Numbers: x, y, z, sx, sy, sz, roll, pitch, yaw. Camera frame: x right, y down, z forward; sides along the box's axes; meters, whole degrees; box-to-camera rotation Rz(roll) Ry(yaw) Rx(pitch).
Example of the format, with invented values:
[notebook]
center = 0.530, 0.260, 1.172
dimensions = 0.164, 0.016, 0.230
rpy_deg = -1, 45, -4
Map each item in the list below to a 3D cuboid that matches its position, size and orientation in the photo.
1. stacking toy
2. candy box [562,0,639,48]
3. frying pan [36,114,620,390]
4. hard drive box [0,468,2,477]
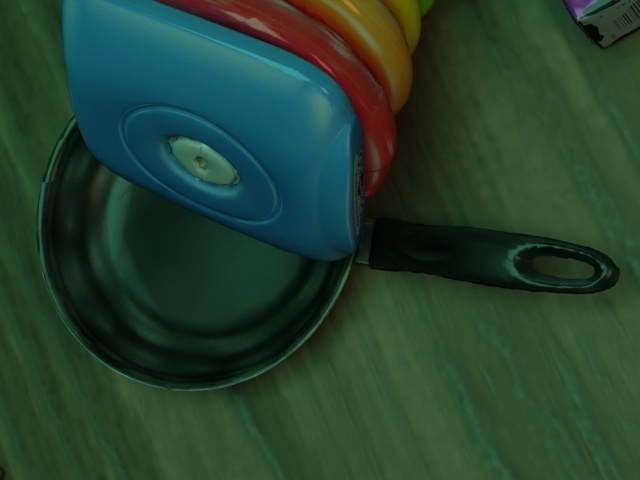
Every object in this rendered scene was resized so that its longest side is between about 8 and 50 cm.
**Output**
[stacking toy]
center = 0.007, -0.153, 1.008
dimensions = 0.166, 0.175, 0.302
rpy_deg = 22, 63, 14
[candy box]
center = 0.208, -0.230, 0.997
dimensions = 0.233, 0.071, 0.159
rpy_deg = -29, 74, 15
[frying pan]
center = -0.008, -0.028, 1.060
dimensions = 0.326, 0.053, 0.197
rpy_deg = -15, 79, 15
[hard drive box]
center = -0.314, 0.219, 1.118
dimensions = 0.181, 0.089, 0.232
rpy_deg = 15, 89, 21
